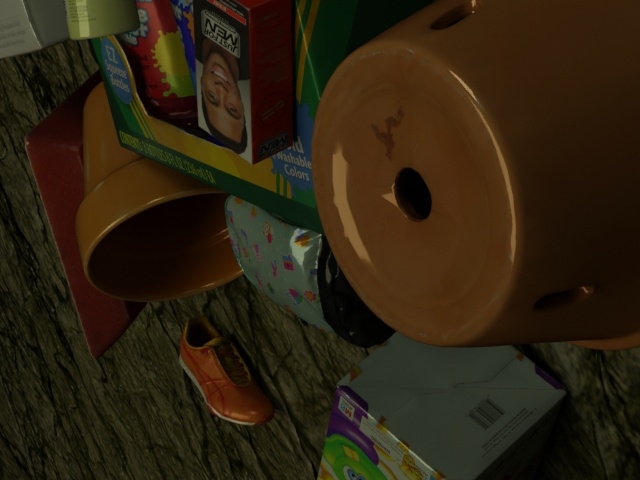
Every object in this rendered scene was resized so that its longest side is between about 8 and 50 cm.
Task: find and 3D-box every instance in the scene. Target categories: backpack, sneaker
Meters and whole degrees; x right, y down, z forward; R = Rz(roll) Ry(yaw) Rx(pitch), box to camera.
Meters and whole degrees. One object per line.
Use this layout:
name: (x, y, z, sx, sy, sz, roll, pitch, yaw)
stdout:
backpack: (0.000, 0.000, 1.733, 0.182, 0.115, 0.152, 35, 133, 49)
sneaker: (-0.111, 0.150, 2.260, 0.175, 0.064, 0.067, 42, 137, 39)

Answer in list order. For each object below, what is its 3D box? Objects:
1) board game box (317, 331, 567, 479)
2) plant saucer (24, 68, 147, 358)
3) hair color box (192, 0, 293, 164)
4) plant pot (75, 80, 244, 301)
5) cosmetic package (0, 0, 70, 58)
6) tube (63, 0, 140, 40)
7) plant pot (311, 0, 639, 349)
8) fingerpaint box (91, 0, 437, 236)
board game box: (0.093, 0.203, 1.735, 0.142, 0.144, 0.275, 39, 148, 21)
plant saucer: (-0.221, -0.040, 2.172, 0.258, 0.047, 0.259, -58, -45, -63)
hair color box: (-0.058, -0.136, 1.502, 0.072, 0.043, 0.141, 36, 141, 37)
plant pot: (-0.160, -0.070, 2.016, 0.205, 0.205, 0.188, 107, 149, -57)
cosmetic package: (-0.247, -0.284, 1.986, 0.151, 0.183, 0.151, 1, 113, 65)
tube: (-0.197, -0.288, 1.638, 0.070, 0.062, 0.240, -7, 101, 21)
plant pot: (0.132, -0.050, 1.301, 0.291, 0.203, 0.291, 26, 124, 45)
fingerpaint box: (-0.063, -0.231, 1.672, 0.445, 0.163, 0.371, 25, 133, 56)
